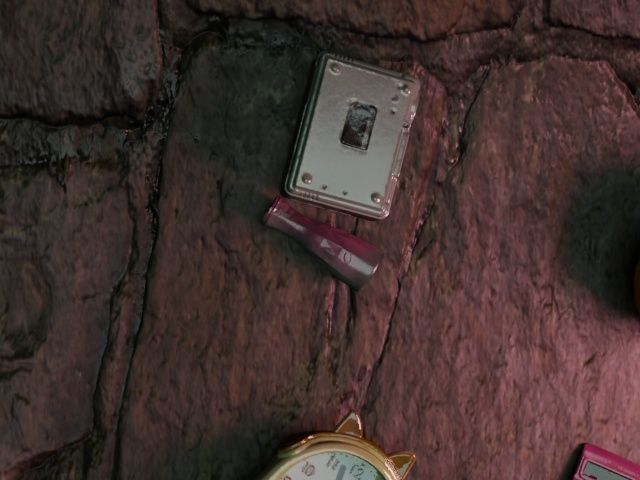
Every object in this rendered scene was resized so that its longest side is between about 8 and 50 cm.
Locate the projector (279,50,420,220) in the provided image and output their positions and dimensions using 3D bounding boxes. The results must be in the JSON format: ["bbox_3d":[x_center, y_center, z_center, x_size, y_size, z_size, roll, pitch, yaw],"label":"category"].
[{"bbox_3d":[0.054,-0.177,1.775,0.192,0.099,0.256,15,86,-9],"label":"projector"}]

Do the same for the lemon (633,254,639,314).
[{"bbox_3d":[0.677,0.068,1.810,0.261,0.260,0.284,24,114,-8],"label":"lemon"}]

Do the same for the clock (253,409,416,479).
[{"bbox_3d":[0.008,0.472,1.813,0.286,0.117,0.348,37,87,-8],"label":"clock"}]

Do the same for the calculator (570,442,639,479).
[{"bbox_3d":[0.507,0.479,1.895,0.127,0.034,0.190,24,76,9],"label":"calculator"}]

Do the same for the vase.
[{"bbox_3d":[0.000,0.000,1.802,0.214,0.086,0.086,32,89,-4],"label":"vase"}]
